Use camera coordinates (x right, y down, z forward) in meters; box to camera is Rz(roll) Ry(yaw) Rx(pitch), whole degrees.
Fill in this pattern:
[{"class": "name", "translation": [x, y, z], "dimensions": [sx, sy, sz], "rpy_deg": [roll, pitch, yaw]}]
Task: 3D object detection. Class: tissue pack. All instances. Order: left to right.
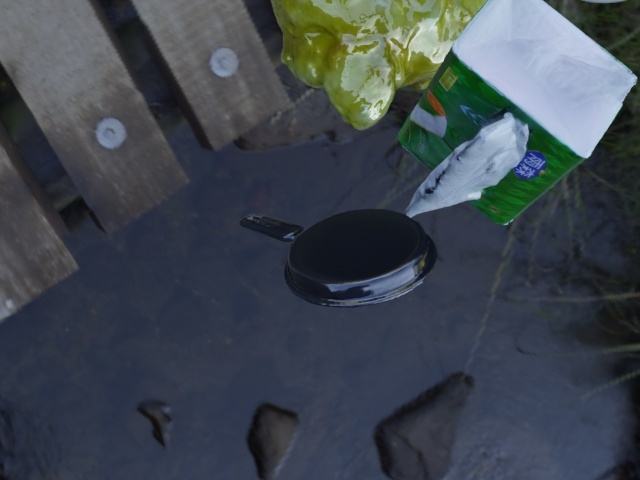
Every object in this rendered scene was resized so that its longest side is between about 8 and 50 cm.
[{"class": "tissue pack", "translation": [0.157, -0.099, 0.980], "dimensions": [0.148, 0.209, 0.156], "rpy_deg": [37, 70, 1]}]

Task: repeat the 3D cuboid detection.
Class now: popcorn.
[{"class": "popcorn", "translation": [0.090, -0.338, 1.483], "dimensions": [0.334, 0.292, 0.293], "rpy_deg": [-28, 156, -24]}]

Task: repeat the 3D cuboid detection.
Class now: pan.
[{"class": "pan", "translation": [0.000, 0.000, 0.971], "dimensions": [0.136, 0.235, 0.028], "rpy_deg": [-32, 124, -31]}]

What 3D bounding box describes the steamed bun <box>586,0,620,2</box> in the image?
[{"class": "steamed bun", "translation": [0.486, -0.556, 1.793], "dimensions": [0.309, 0.309, 0.309], "rpy_deg": [-7, 107, -23]}]
